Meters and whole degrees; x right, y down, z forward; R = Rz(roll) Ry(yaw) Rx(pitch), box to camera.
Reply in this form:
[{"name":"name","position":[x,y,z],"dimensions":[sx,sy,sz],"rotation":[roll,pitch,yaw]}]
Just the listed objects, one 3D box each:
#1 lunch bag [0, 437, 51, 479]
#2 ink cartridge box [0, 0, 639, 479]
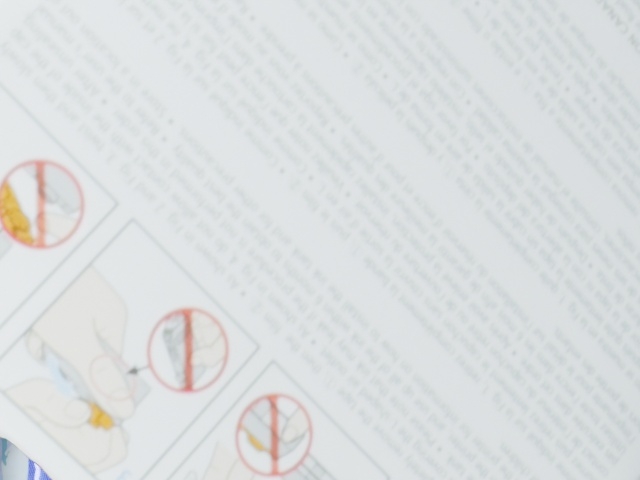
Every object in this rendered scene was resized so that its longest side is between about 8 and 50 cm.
[{"name":"lunch bag","position":[-0.105,0.109,0.574],"dimensions":[0.096,0.151,0.129],"rotation":[3,85,-3]},{"name":"ink cartridge box","position":[0.000,0.000,0.551],"dimensions":[0.308,0.091,0.385],"rotation":[47,75,-17]}]
